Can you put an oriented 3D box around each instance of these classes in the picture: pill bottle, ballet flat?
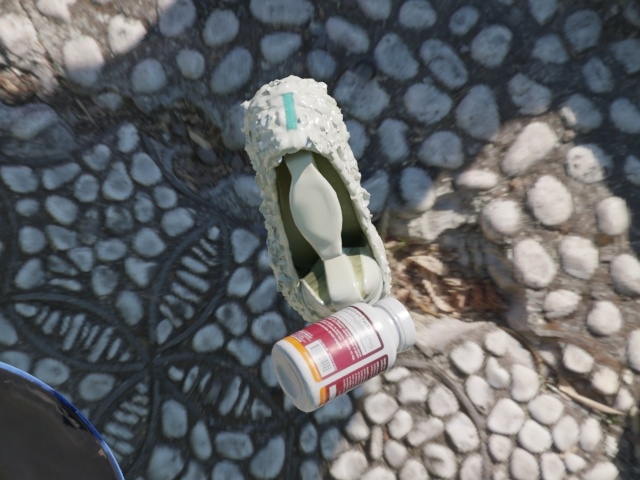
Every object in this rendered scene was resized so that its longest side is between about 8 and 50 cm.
[{"bbox_3d":[0.028,0.123,1.194,0.152,0.086,0.086,-24,90,-25],"label":"pill bottle"},{"bbox_3d":[0.000,0.000,1.245,0.147,0.147,0.409,-23,132,-3],"label":"ballet flat"}]

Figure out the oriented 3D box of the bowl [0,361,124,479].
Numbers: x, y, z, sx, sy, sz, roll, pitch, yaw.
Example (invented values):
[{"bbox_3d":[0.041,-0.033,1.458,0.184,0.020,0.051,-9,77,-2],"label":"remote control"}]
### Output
[{"bbox_3d":[-0.383,0.289,1.202,0.391,0.391,0.077,43,115,-2],"label":"bowl"}]
